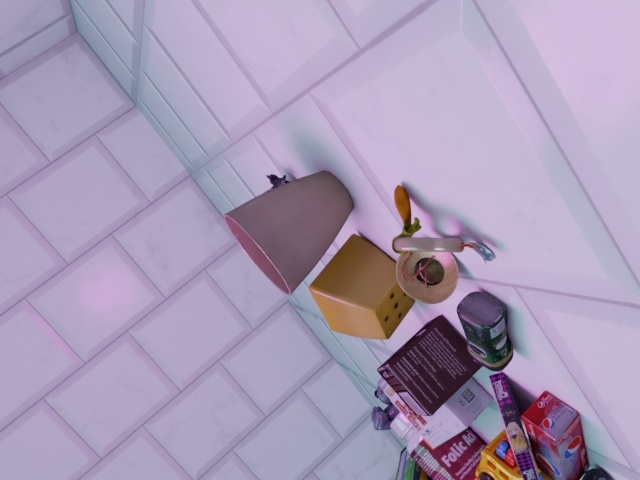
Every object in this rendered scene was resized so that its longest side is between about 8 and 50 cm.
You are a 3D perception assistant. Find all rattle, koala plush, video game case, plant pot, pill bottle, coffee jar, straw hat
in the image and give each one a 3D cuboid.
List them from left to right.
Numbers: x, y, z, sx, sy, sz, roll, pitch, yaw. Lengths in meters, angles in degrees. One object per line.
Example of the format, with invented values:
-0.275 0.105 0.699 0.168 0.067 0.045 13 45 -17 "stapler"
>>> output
-0.056 -0.044 1.393 0.256 0.274 0.256 47 165 16 "plant pot"
0.130 0.144 1.487 0.187 0.212 0.212 21 150 39 "plant pot"
0.312 0.681 2.372 0.196 0.203 0.221 82 180 -81 "koala plush"
0.240 0.065 1.188 0.144 0.144 0.061 43 -155 26 "straw hat"
0.233 -0.031 1.041 0.130 0.142 0.200 22 166 -33 "rattle"
0.453 0.750 1.975 0.392 0.224 0.224 43 165 24 "pill bottle"
0.349 0.195 1.157 0.096 0.079 0.184 32 157 43 "coffee jar"
0.477 0.473 1.344 0.210 0.042 0.232 -93 -20 -49 "video game case"

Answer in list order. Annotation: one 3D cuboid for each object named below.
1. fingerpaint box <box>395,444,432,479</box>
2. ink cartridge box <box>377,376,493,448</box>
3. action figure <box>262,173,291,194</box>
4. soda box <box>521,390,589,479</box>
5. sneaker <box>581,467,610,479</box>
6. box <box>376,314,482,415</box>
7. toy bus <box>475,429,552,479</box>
0.457 0.983 2.012 0.371 0.163 0.445 33 -153 3 "fingerpaint box"
0.334 0.461 1.684 0.272 0.130 0.309 46 154 17 "ink cartridge box"
-0.093 -0.113 1.619 0.164 0.141 0.276 44 169 -28 "action figure"
0.536 0.459 1.250 0.092 0.083 0.263 34 158 48 "soda box"
0.658 0.623 1.311 0.132 0.086 0.228 -31 -68 -67 "sneaker"
0.285 0.333 1.455 0.167 0.203 0.168 48 166 11 "box"
0.570 0.652 1.576 0.220 0.149 0.211 35 143 41 "toy bus"
